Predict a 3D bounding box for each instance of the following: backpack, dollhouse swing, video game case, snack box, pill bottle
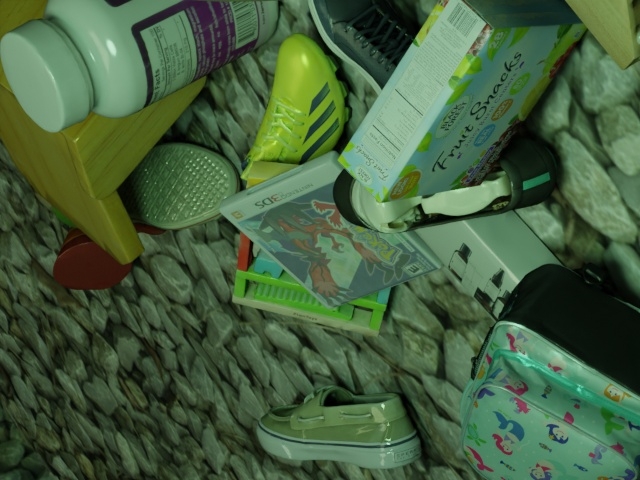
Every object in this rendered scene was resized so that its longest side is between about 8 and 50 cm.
[{"bbox_3d":[0.253,0.173,1.862,0.225,0.191,0.253,31,152,8],"label":"backpack"},{"bbox_3d":[-0.295,-0.200,2.432,0.347,0.315,0.305,36,173,37],"label":"dollhouse swing"},{"bbox_3d":[0.013,-0.008,2.100,0.183,0.023,0.201,-22,128,39],"label":"video game case"},{"bbox_3d":[0.134,-0.138,1.693,0.070,0.174,0.207,46,121,24],"label":"snack box"},{"bbox_3d":[-0.210,-0.243,2.094,0.169,0.301,0.169,39,146,33],"label":"pill bottle"}]

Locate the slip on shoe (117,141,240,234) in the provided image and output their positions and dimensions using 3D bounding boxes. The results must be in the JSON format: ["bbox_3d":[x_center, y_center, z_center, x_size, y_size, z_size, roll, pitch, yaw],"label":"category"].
[{"bbox_3d":[-0.213,-0.063,2.510,0.331,0.101,0.123,-9,75,49],"label":"slip on shoe"}]

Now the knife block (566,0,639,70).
[{"bbox_3d":[0.202,-0.308,1.588,0.242,0.088,0.276,24,137,49],"label":"knife block"}]

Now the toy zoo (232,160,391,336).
[{"bbox_3d":[0.000,0.000,2.163,0.192,0.030,0.293,13,141,3],"label":"toy zoo"}]

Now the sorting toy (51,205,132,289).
[{"bbox_3d":[-0.345,-0.085,2.725,0.365,0.127,0.126,100,162,-47],"label":"sorting toy"}]

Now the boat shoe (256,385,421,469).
[{"bbox_3d":[0.023,0.239,2.426,0.302,0.109,0.094,-1,101,49],"label":"boat shoe"}]

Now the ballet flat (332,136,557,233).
[{"bbox_3d":[0.108,-0.055,1.880,0.280,0.096,0.095,-11,104,37],"label":"ballet flat"}]

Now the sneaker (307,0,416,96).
[{"bbox_3d":[0.086,-0.202,1.866,0.226,0.086,0.163,51,164,-6],"label":"sneaker"}]

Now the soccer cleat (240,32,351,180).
[{"bbox_3d":[-0.038,-0.116,2.131,0.093,0.121,0.289,44,148,28],"label":"soccer cleat"}]

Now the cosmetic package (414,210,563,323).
[{"bbox_3d":[0.166,-0.006,1.970,0.239,0.060,0.099,49,150,19],"label":"cosmetic package"}]
